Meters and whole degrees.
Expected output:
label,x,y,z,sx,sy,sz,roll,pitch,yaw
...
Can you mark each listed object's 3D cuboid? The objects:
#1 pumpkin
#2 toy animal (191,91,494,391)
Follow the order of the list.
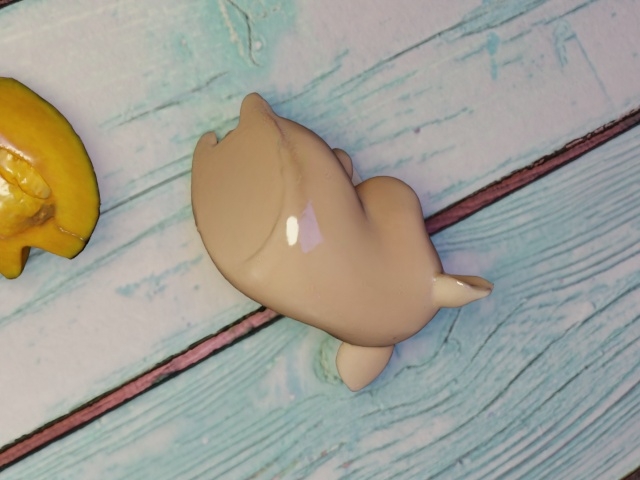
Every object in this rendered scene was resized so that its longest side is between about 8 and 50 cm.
label,x,y,z,sx,sy,sz,roll,pitch,yaw
pumpkin,-0.330,-0.066,1.406,0.254,0.130,0.149,25,45,-15
toy animal,0.003,0.000,1.549,0.256,0.195,0.213,22,40,-33
